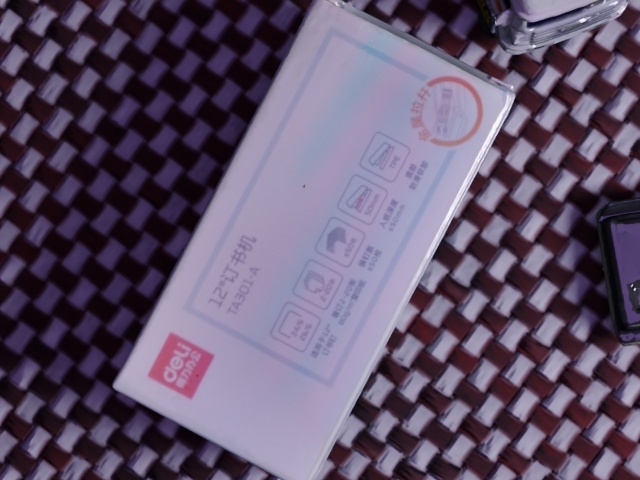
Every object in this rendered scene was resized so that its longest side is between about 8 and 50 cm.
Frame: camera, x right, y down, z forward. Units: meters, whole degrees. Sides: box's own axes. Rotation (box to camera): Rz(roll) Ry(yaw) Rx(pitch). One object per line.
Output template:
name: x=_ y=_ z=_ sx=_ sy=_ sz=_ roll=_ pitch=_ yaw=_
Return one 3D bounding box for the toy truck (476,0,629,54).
toy truck: x=0.109 y=-0.229 z=0.678 sx=0.098 sy=0.114 sz=0.227 roll=-20 pitch=89 yaw=2

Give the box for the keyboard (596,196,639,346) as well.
keyboard: x=0.288 y=0.006 z=0.712 sx=0.230 sy=0.025 sz=0.093 roll=-8 pitch=87 yaw=3

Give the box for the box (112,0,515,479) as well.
box: x=0.000 y=0.000 z=0.699 sx=0.135 sy=0.079 sz=0.269 roll=27 pitch=91 yaw=2
